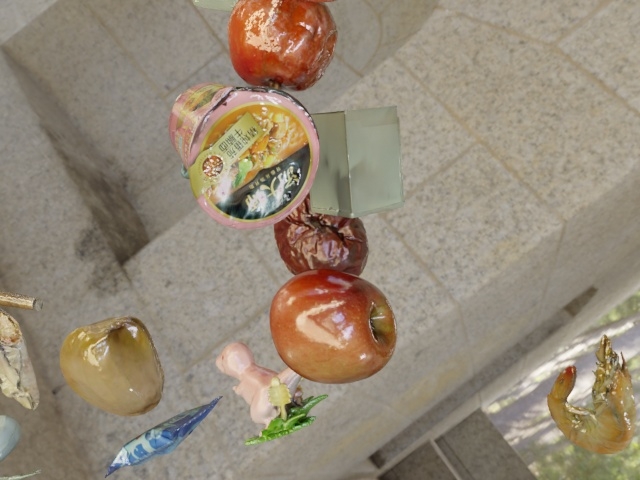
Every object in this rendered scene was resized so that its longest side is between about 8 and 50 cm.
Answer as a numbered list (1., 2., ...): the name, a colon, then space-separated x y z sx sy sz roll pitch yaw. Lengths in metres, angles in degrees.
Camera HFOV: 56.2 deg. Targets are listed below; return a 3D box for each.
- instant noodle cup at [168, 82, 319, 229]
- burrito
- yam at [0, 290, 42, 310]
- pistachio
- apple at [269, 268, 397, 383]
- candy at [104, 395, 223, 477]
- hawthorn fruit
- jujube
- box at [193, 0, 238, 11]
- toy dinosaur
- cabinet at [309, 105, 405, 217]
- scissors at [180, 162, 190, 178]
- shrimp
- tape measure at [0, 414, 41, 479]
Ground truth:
1. instant noodle cup: -0.158 -0.174 1.054 0.244 0.244 0.255 52 -8 -37
2. burrito: -0.952 0.352 1.832 0.107 0.175 0.348 -38 119 -55
3. yam: -0.975 0.174 1.815 0.263 0.046 0.046 9 -4 4
4. pistachio: -0.490 0.310 1.427 0.163 0.212 0.261 -117 -172 -76
5. apple: 0.018 0.128 0.908 0.181 0.168 0.181 20 65 -50
6. candy: -0.407 0.508 1.552 0.077 0.331 0.187 59 29 2
7. hawthorn fruit: -0.089 -0.403 1.303 0.241 0.272 0.242 13 -8 2
8. jujube: 0.000 0.000 1.429 0.232 0.212 0.213 67 7 28
9. box: -0.290 -0.786 1.858 0.210 0.129 0.148 19 -57 27
10. toy dinosaur: -0.085 0.252 1.060 0.152 0.194 0.177 -7 77 -47
11. cabinet: 0.070 -0.166 1.238 0.145 0.150 0.206 12 -69 53
12. scissors: -0.367 -0.306 1.754 0.041 0.138 0.289 22 40 -31
13. shrimp: 0.433 0.249 0.957 0.133 0.053 0.236 14 -53 40
14. tape measure: -0.795 0.518 1.509 0.084 0.330 0.164 52 43 -31
